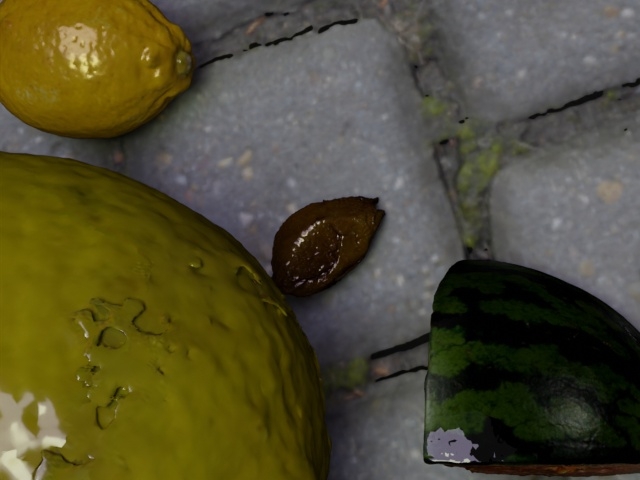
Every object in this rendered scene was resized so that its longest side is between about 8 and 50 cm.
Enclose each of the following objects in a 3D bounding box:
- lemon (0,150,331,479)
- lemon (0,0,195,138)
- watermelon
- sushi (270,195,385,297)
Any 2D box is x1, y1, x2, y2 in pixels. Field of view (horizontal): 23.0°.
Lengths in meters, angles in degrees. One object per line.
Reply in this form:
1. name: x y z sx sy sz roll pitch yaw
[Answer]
1. lemon: -0.181 0.122 0.884 0.387 0.350 0.349 12 78 21
2. lemon: -0.158 -0.124 1.066 0.155 0.114 0.114 9 77 16
3. watermelon: 0.122 0.084 0.915 0.193 0.145 0.137 41 92 21
4. sushi: 0.000 0.000 1.022 0.099 0.047 0.050 -31 112 -8
